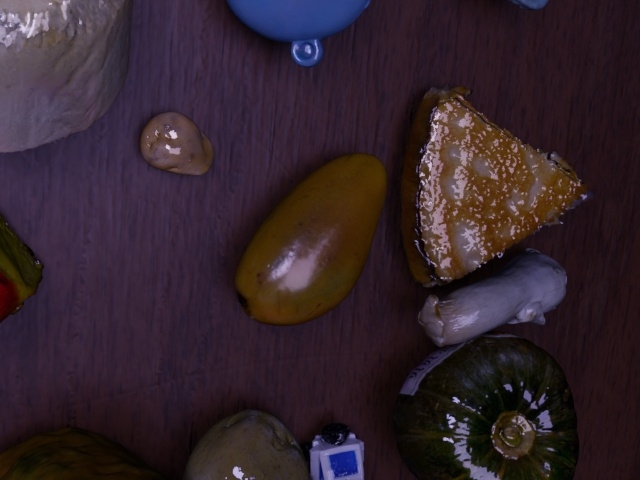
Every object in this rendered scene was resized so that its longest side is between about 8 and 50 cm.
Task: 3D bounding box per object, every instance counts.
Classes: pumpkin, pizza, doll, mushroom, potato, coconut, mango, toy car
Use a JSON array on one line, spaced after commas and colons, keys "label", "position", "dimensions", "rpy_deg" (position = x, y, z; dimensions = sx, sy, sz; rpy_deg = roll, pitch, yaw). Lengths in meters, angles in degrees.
[{"label": "pumpkin", "position": [0.223, 0.256, 1.039], "dimensions": [0.260, 0.189, 0.260], "rpy_deg": [4, 77, -17]}, {"label": "pizza", "position": [0.216, -0.096, 1.015], "dimensions": [0.288, 0.074, 0.251], "rpy_deg": [-26, 110, -17]}, {"label": "doll", "position": [-0.027, -0.347, 0.828], "dimensions": [0.177, 0.141, 0.313], "rpy_deg": [-4, 92, 10]}, {"label": "mushroom", "position": [0.243, 0.077, 1.027], "dimensions": [0.278, 0.096, 0.099], "rpy_deg": [-15, 99, -40]}, {"label": "potato", "position": [-0.162, -0.107, 0.866], "dimensions": [0.083, 0.062, 0.068], "rpy_deg": [26, 106, -46]}, {"label": "coconut", "position": [-0.290, -0.205, 0.695], "dimensions": [0.239, 0.244, 0.239], "rpy_deg": [6, 69, -16]}, {"label": "mango", "position": [0.000, 0.000, 0.925], "dimensions": [0.138, 0.113, 0.253], "rpy_deg": [43, 76, -20]}, {"label": "toy car", "position": [0.021, 0.329, 1.020], "dimensions": [0.080, 0.070, 0.170], "rpy_deg": [-5, 103, -21]}, {"label": "potato", "position": [-0.107, 0.310, 0.934], "dimensions": [0.157, 0.157, 0.194], "rpy_deg": [41, 97, -24]}]

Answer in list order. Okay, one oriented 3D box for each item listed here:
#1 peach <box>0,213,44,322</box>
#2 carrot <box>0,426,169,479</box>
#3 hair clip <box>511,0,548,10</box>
[{"label": "peach", "position": [-0.395, -0.013, 0.716], "dimensions": [0.159, 0.154, 0.267], "rpy_deg": [-30, 120, -11]}, {"label": "carrot", "position": [-0.236, 0.348, 0.790], "dimensions": [0.242, 0.341, 0.241], "rpy_deg": [-12, 109, -38]}, {"label": "hair clip", "position": [0.273, -0.465, 0.829], "dimensions": [0.318, 0.238, 0.392], "rpy_deg": [37, 65, -32]}]
